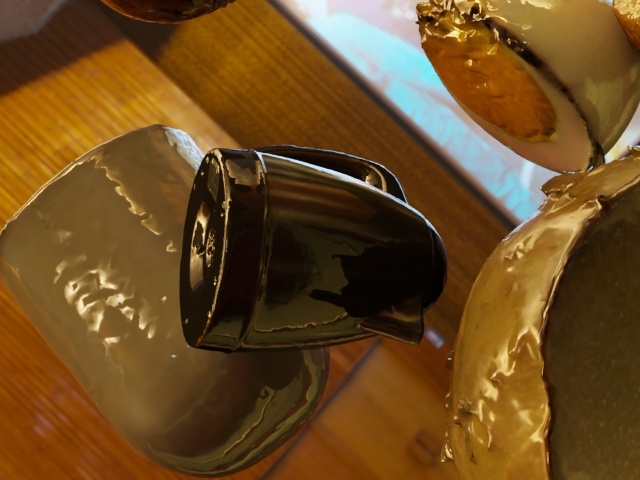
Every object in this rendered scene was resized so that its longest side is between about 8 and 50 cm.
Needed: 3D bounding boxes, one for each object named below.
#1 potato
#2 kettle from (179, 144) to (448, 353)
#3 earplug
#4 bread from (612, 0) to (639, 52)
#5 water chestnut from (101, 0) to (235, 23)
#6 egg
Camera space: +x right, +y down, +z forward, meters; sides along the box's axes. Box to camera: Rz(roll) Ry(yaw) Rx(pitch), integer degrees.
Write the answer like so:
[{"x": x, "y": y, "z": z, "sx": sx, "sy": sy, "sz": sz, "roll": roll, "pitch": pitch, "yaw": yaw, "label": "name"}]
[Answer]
[{"x": 0.296, "y": 0.115, "z": 1.181, "sx": 0.442, "sy": 0.385, "sz": 0.319, "roll": -46, "pitch": 17, "yaw": -20, "label": "potato"}, {"x": 0.000, "y": 0.017, "z": 1.188, "sx": 0.251, "sy": 0.271, "sz": 0.207, "roll": -144, "pitch": 62, "yaw": -70, "label": "kettle"}, {"x": -0.175, "y": 0.099, "z": 1.403, "sx": 0.312, "sy": 0.394, "sz": 0.313, "roll": -35, "pitch": -20, "yaw": -15, "label": "earplug"}, {"x": 0.386, "y": -0.248, "z": 1.182, "sx": 0.139, "sy": 0.143, "sz": 0.229, "roll": -35, "pitch": 23, "yaw": 25, "label": "bread"}, {"x": -0.191, "y": -0.393, "z": 1.364, "sx": 0.300, "sy": 0.300, "sz": 0.300, "roll": -47, "pitch": -2, "yaw": -2, "label": "water chestnut"}, {"x": 0.258, "y": -0.219, "z": 1.327, "sx": 0.174, "sy": 0.286, "sz": 0.264, "roll": -48, "pitch": -37, "yaw": -12, "label": "egg"}]
